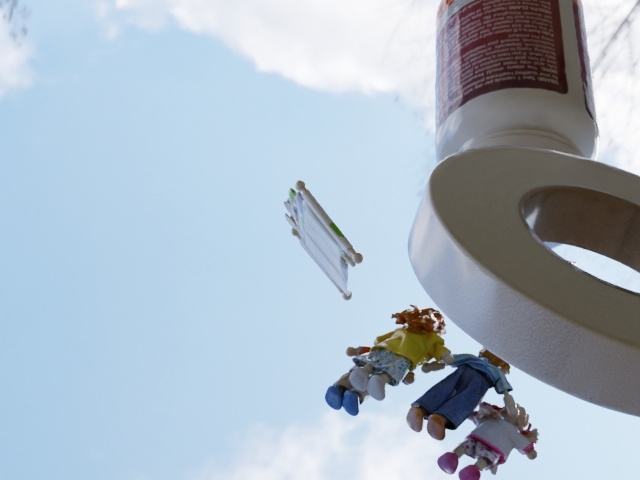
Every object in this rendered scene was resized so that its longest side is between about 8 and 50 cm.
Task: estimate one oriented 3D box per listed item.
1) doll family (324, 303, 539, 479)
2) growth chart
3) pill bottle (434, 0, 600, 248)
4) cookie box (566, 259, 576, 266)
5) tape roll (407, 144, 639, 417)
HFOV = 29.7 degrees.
[{"bbox_3d":[0.143,0.155,1.396,0.263,0.118,0.163,28,-138,26],"label":"doll family"},{"bbox_3d":[0.000,0.000,1.736,0.021,0.237,0.172,-33,-105,-12],"label":"growth chart"},{"bbox_3d":[0.272,-0.187,1.697,0.224,0.224,0.392,15,-130,-13],"label":"pill bottle"},{"bbox_3d":[0.242,0.062,1.427,0.107,0.091,0.040,7,-173,21],"label":"cookie box"},{"bbox_3d":[0.277,0.030,1.160,0.392,0.072,0.392,14,-152,-7],"label":"tape roll"}]
